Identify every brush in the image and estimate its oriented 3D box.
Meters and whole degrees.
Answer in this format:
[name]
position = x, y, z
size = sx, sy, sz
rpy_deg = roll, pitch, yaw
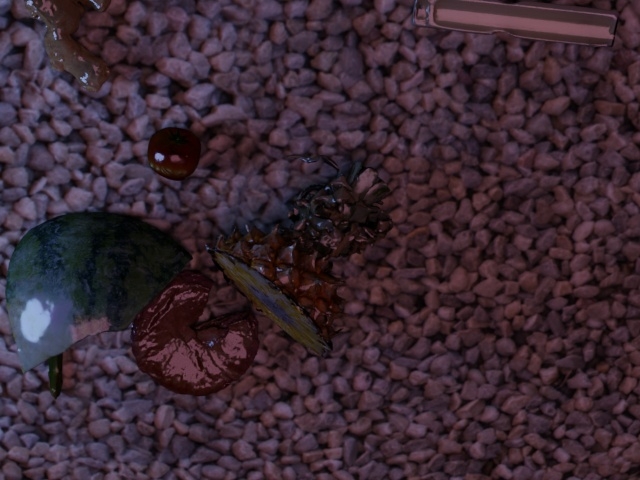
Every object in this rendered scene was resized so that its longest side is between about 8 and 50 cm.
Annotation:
[brush]
position = 0.305, -0.352, 1.844
size = 0.320, 0.050, 0.060
rpy_deg = 6, 111, -3

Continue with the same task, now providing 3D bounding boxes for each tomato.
[tomato]
position = -0.229, -0.132, 1.820
size = 0.087, 0.087, 0.075
rpy_deg = 8, 136, -11

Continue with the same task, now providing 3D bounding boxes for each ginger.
[ginger]
position = -0.374, -0.347, 1.733
size = 0.149, 0.065, 0.259
rpy_deg = -32, 108, 1

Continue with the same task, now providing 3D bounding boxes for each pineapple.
[pineapple]
position = 0.000, 0.000, 1.855
size = 0.262, 0.262, 0.272
rpy_deg = 47, 74, -20

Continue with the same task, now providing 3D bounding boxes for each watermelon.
[watermelon]
position = -0.364, 0.075, 1.814
size = 0.255, 0.260, 0.176
rpy_deg = 15, 120, 11

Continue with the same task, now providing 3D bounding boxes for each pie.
[pie]
position = -0.209, 0.160, 1.939
size = 0.218, 0.054, 0.204
rpy_deg = 28, 103, -16

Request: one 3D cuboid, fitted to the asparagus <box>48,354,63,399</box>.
[asparagus]
position = -0.440, 0.212, 1.940
size = 0.025, 0.021, 0.108
rpy_deg = 2, 109, -5
